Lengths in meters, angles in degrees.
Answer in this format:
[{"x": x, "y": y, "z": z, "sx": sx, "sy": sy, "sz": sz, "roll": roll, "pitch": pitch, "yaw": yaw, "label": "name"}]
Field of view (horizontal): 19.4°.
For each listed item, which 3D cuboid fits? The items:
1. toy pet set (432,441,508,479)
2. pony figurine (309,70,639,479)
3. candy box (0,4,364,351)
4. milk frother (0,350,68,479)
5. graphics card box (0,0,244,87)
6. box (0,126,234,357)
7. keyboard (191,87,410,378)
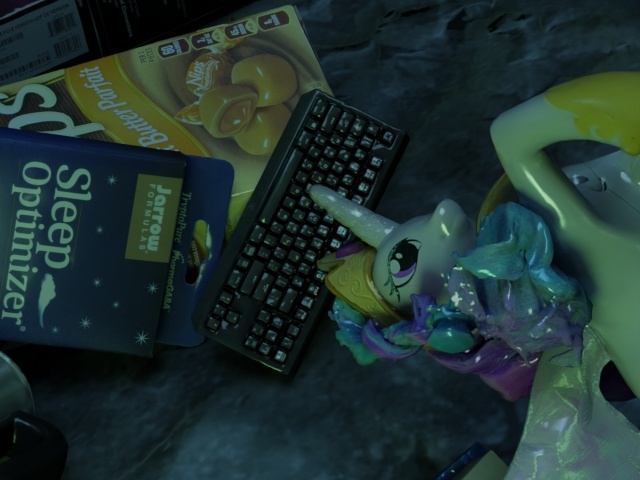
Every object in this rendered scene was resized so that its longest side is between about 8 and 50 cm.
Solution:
[{"x": 0.106, "y": 0.184, "z": 1.090, "sx": 0.114, "sy": 0.065, "sz": 0.122, "roll": 47, "pitch": 66, "yaw": 2, "label": "toy pet set"}, {"x": 0.183, "y": 0.048, "z": 0.974, "sx": 0.351, "sy": 0.363, "sz": 0.303, "roll": 48, "pitch": 51, "yaw": -5, "label": "pony figurine"}, {"x": -0.139, "y": -0.043, "z": 1.321, "sx": 0.316, "sy": 0.087, "sz": 0.183, "roll": -16, "pitch": 46, "yaw": -7, "label": "candy box"}, {"x": -0.241, "y": 0.154, "z": 1.150, "sx": 0.129, "sy": 0.143, "sz": 0.135, "roll": 37, "pitch": 21, "yaw": 10, "label": "milk frother"}, {"x": -0.196, "y": -0.247, "z": 1.531, "sx": 0.371, "sy": 0.094, "sz": 0.233, "roll": -27, "pitch": 48, "yaw": -15, "label": "graphics card box"}, {"x": -0.172, "y": 0.000, "z": 1.204, "sx": 0.225, "sy": 0.136, "sz": 0.036, "roll": 7, "pitch": 15, "yaw": -15, "label": "box"}, {"x": 0.000, "y": 0.000, "z": 1.230, "sx": 0.108, "sy": 0.023, "sz": 0.180, "roll": 27, "pitch": 84, "yaw": -3, "label": "keyboard"}]
